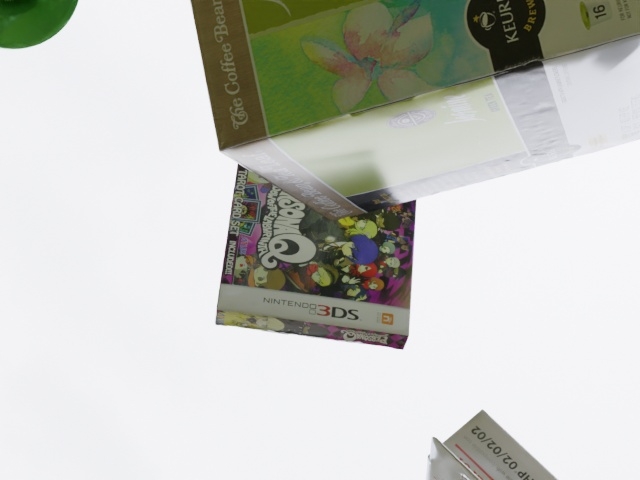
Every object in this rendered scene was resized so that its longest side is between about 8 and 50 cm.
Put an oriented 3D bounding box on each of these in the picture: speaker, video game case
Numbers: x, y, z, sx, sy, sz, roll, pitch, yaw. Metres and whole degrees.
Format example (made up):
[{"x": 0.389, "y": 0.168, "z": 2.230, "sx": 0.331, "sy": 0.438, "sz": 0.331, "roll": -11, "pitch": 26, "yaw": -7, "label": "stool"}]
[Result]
[{"x": -0.300, "y": -0.257, "z": 1.127, "sx": 0.131, "sy": 0.296, "sz": 0.131, "roll": -9, "pitch": -66, "yaw": -21, "label": "speaker"}, {"x": 0.000, "y": 0.000, "z": 1.399, "sx": 0.210, "sy": 0.232, "sz": 0.042, "roll": 9, "pitch": -32, "yaw": -3, "label": "video game case"}]

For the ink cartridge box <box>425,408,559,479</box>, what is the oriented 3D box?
[{"x": 0.134, "y": 0.201, "z": 0.945, "sx": 0.104, "sy": 0.062, "sz": 0.181, "roll": 42, "pitch": -23, "yaw": 26, "label": "ink cartridge box"}]

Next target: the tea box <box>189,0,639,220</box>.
[{"x": 0.092, "y": -0.177, "z": 1.043, "sx": 0.324, "sy": 0.329, "sz": 0.220, "roll": -15, "pitch": -102, "yaw": 12, "label": "tea box"}]
